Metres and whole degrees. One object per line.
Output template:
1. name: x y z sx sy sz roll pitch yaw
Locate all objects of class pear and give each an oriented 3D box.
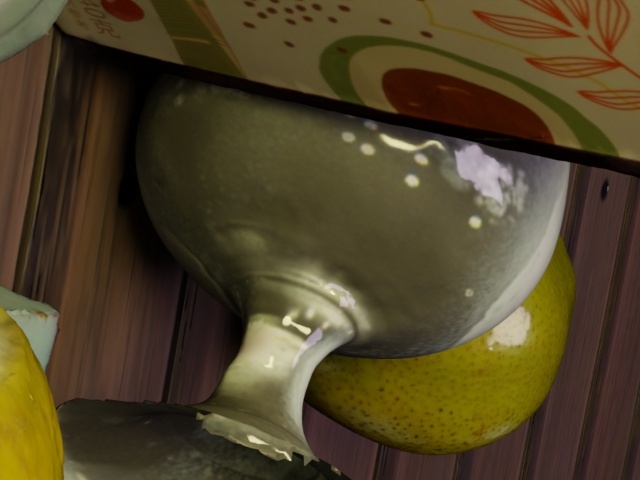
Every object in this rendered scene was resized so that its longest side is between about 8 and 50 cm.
1. pear: 0.064 0.034 1.192 0.198 0.198 0.198 -39 135 -53

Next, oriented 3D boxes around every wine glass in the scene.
1. wine glass: 0.000 0.000 0.994 0.238 0.238 0.323 67 40 -51

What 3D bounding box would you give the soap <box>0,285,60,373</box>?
1. soap: -0.195 0.114 0.798 0.145 0.091 0.231 7 96 -65

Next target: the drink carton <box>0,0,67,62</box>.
1. drink carton: -0.187 -0.134 0.591 0.185 0.189 0.191 -9 109 -58

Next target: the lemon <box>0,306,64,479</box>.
1. lemon: -0.206 0.104 0.605 0.240 0.240 0.219 -16 129 -62

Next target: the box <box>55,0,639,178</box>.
1. box: -0.006 -0.200 0.742 0.122 0.344 0.385 -64 152 -23
